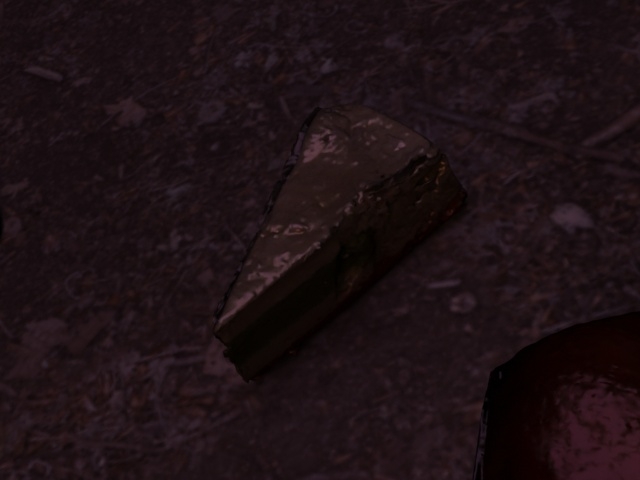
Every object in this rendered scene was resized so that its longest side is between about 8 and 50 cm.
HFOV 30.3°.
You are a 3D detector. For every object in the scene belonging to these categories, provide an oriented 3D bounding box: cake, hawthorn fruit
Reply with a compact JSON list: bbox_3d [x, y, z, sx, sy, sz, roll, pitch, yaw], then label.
[{"bbox_3d":[-0.010,-0.012,0.876,0.220,0.086,0.117,-39,51,-8],"label":"cake"},{"bbox_3d":[0.190,0.145,0.624,0.251,0.189,0.189,32,72,28],"label":"hawthorn fruit"}]
